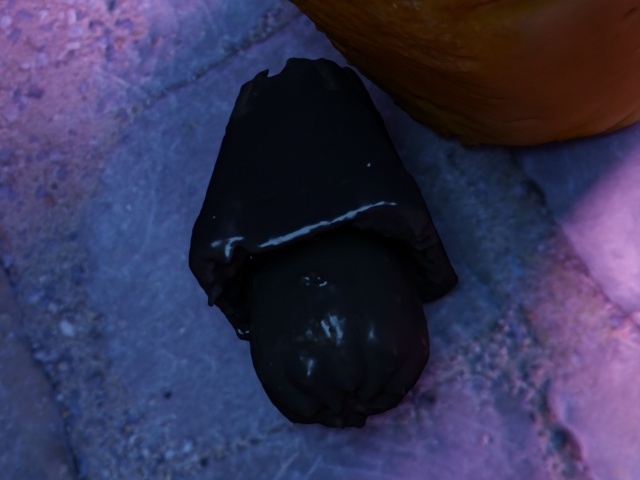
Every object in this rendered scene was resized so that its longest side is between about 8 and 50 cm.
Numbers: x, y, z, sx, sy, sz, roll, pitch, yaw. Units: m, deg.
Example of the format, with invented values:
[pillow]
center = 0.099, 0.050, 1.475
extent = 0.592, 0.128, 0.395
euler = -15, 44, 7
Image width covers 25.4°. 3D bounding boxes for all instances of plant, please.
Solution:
[plant]
center = 0.000, 0.000, 0.967
extent = 0.164, 0.142, 0.256
euler = -16, 62, 8

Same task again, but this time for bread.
[bread]
center = 0.065, -0.234, 0.919
extent = 0.361, 0.394, 0.250
euler = 39, 96, 22
